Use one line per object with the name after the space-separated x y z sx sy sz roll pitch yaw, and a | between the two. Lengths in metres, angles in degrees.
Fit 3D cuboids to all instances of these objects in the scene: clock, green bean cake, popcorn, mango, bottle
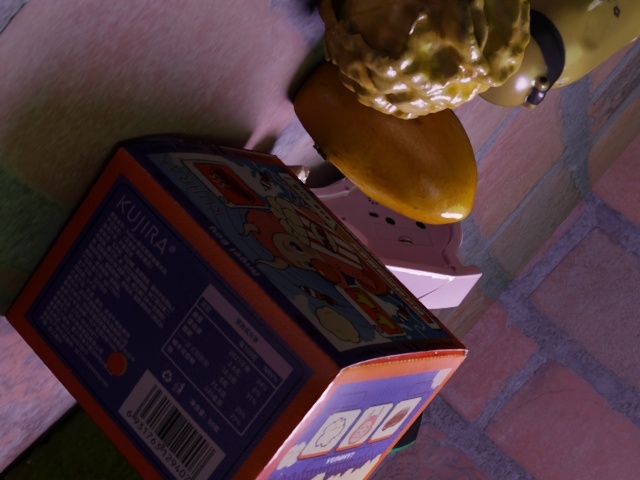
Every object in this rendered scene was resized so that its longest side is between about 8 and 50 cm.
0.053 -0.034 1.822 0.290 0.275 0.080 7 134 -26 | clock
-0.284 0.372 1.697 0.247 0.250 0.156 -43 162 -18 | green bean cake
0.122 -0.248 1.428 0.250 0.250 0.190 -49 157 -1 | popcorn
0.098 -0.120 1.581 0.187 0.257 0.138 -19 146 -59 | mango
0.354 -0.321 1.959 0.351 0.171 0.171 -34 158 -37 | bottle

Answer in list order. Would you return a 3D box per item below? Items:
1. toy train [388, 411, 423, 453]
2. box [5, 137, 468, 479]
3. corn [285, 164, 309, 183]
0.053 0.162 2.002 0.178 0.249 0.429 -3 107 -64 | toy train
-0.082 0.099 1.400 0.257 0.348 0.318 -54 155 18 | box
-0.091 -0.022 1.643 0.087 0.087 0.211 -19 139 -60 | corn
